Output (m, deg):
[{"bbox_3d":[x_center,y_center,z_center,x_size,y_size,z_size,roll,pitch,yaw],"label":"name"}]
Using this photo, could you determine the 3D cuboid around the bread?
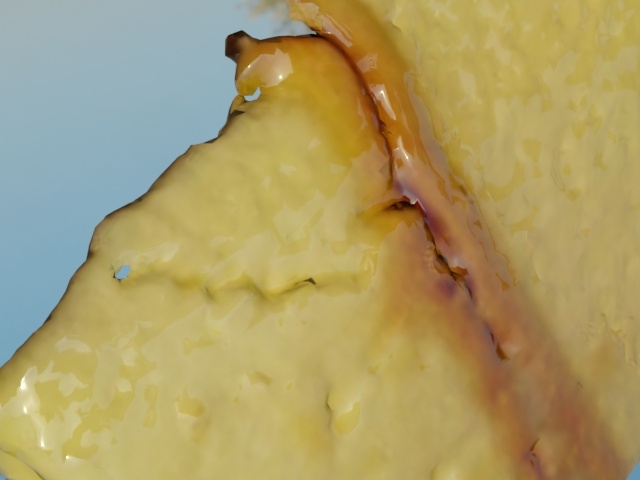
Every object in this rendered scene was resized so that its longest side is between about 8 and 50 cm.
[{"bbox_3d":[0.000,0.000,0.490,0.135,0.178,0.240,10,-131,47],"label":"bread"}]
